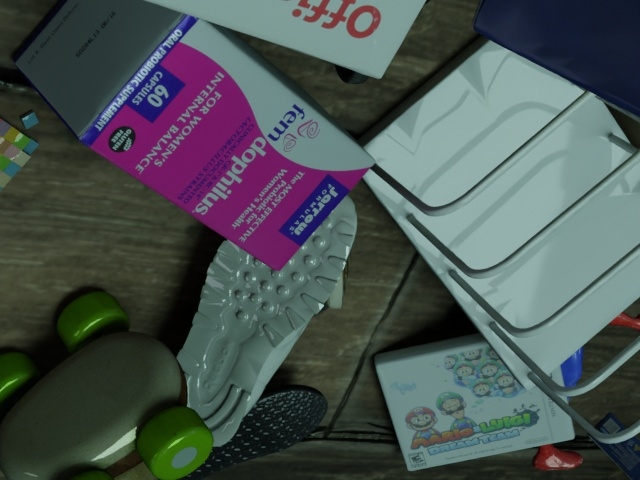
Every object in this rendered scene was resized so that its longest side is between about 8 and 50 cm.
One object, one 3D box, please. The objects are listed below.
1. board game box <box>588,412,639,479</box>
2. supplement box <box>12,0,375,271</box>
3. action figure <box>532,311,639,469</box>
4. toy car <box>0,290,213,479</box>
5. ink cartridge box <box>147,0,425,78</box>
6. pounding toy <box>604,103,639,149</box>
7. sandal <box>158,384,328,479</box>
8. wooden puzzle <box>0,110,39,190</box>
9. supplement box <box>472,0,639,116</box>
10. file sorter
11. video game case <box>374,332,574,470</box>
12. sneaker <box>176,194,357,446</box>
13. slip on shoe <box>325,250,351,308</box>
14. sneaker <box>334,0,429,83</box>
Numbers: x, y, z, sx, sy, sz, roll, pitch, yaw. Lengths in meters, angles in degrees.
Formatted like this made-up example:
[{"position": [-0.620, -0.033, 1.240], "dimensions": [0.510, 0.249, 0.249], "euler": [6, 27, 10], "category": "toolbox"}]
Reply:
[{"position": [0.363, 0.270, 1.689], "dimensions": [0.035, 0.201, 0.136], "euler": [-44, 136, 2], "category": "board game box"}, {"position": [-0.081, -0.087, 1.157], "dimensions": [0.111, 0.114, 0.220], "euler": [-49, 138, 6], "category": "supplement box"}, {"position": [0.253, 0.076, 1.532], "dimensions": [0.139, 0.091, 0.280], "euler": [-11, 131, -8], "category": "action figure"}, {"position": [-0.150, 0.161, 1.282], "dimensions": [0.149, 0.155, 0.188], "euler": [-36, 146, -7], "category": "toy car"}, {"position": [-0.005, -0.318, 0.995], "dimensions": [0.279, 0.160, 0.385], "euler": [14, 114, -41], "category": "ink cartridge box"}, {"position": [0.321, -0.128, 1.421], "dimensions": [0.141, 0.100, 0.130], "euler": [-34, 136, -9], "category": "pounding toy"}, {"position": [-0.081, 0.158, 1.408], "dimensions": [0.179, 0.040, 0.067], "euler": [-24, 130, 1], "category": "sandal"}, {"position": [-0.224, -0.058, 1.152], "dimensions": [0.083, 0.006, 0.049], "euler": [-47, 136, 5], "category": "wooden puzzle"}, {"position": [0.288, -0.218, 1.164], "dimensions": [0.356, 0.194, 0.195], "euler": [-28, 142, -56], "category": "supplement box"}, {"position": [0.193, -0.007, 1.317], "dimensions": [0.193, 0.173, 0.278], "euler": [-40, 118, -2], "category": "file sorter"}, {"position": [0.138, 0.140, 1.505], "dimensions": [0.157, 0.019, 0.143], "euler": [-12, 130, 7], "category": "video game case"}, {"position": [-0.044, 0.048, 1.308], "dimensions": [0.235, 0.090, 0.095], "euler": [-55, 173, 21], "category": "sneaker"}, {"position": [0.000, 0.000, 1.337], "dimensions": [0.041, 0.051, 0.135], "euler": [5, 140, 9], "category": "slip on shoe"}, {"position": [0.072, -0.190, 1.230], "dimensions": [0.089, 0.051, 0.170], "euler": [0, 119, -30], "category": "sneaker"}]
